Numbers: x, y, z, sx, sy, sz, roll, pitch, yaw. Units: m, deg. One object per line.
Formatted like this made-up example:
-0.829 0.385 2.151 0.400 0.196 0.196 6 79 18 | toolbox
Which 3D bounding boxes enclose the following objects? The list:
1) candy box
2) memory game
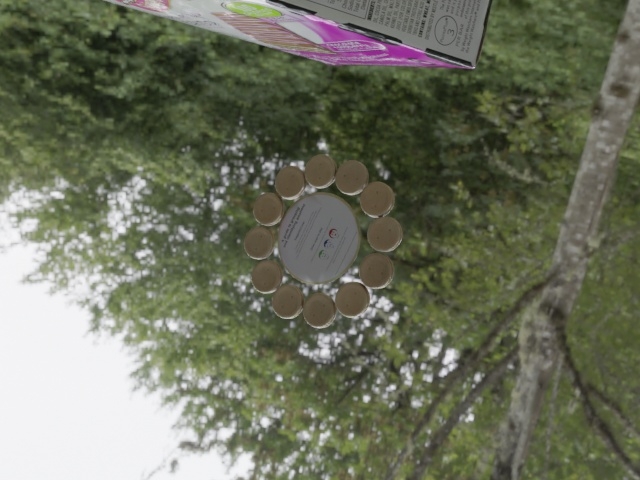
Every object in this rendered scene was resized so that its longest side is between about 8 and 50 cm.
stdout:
-0.043 -0.152 0.447 0.233 0.071 0.159 9 -174 -32 | candy box
0.000 0.000 0.873 0.186 0.186 0.012 23 -176 27 | memory game
